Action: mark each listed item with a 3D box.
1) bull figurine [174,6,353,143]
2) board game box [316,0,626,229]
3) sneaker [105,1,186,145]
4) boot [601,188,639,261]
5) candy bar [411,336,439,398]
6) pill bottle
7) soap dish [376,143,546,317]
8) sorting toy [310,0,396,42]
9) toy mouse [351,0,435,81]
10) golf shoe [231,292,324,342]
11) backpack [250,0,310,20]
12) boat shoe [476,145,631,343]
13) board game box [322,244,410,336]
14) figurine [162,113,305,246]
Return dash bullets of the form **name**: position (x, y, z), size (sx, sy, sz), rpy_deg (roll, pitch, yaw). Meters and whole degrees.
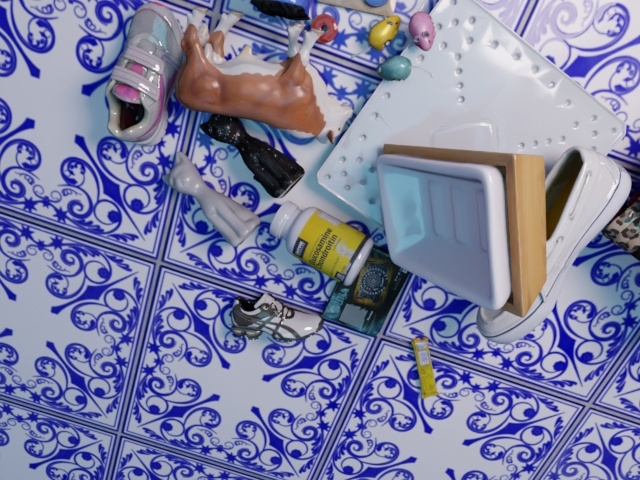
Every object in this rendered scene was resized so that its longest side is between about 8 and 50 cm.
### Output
- **bull figurine**: position (-0.086, -0.266, 0.787), size (0.310, 0.101, 0.188), rpy_deg (7, 119, -8)
- **board game box**: position (0.257, -0.159, 0.852), size (0.390, 0.050, 0.390), rpy_deg (34, 110, -9)
- **sneaker**: position (-0.303, -0.276, 0.813), size (0.103, 0.111, 0.252), rpy_deg (16, 111, -2)
- **boot**: position (0.681, -0.009, 0.805), size (0.284, 0.377, 0.138), rpy_deg (45, 151, 20)
- **candy bar**: position (0.231, 0.283, 1.042), size (0.040, 0.018, 0.161), rpy_deg (-13, 109, 5)
- **pill bottle**: position (0.000, 0.000, 0.894), size (0.184, 0.103, 0.103), rpy_deg (29, 111, 9)
- **soap dish**: position (0.214, -0.038, 0.736), size (0.118, 0.291, 0.229), rpy_deg (-19, 110, -21)
- **sorting toy**: position (0.071, -0.452, 0.754), size (0.132, 0.046, 0.274), rpy_deg (12, 111, -1)
- **toy mouse**: position (0.134, -0.312, 0.758), size (0.161, 0.031, 0.143), rpy_deg (-41, 66, 25)
- **golf shoe**: position (-0.092, 0.157, 0.986), size (0.198, 0.077, 0.094), rpy_deg (-1, 111, 3)
- **backpack**: position (-0.065, -0.405, 0.742), size (0.098, 0.120, 0.101), rpy_deg (5, 111, 3)
- **boat shoe**: position (0.348, 0.008, 0.797), size (0.156, 0.136, 0.367), rpy_deg (22, 111, -22)
- **board game box**: position (0.095, 0.100, 0.976), size (0.126, 0.026, 0.186), rpy_deg (23, 111, -3)
- **figurine**: position (-0.175, -0.122, 0.887), size (0.209, 0.092, 0.215), rpy_deg (43, 108, -3)
